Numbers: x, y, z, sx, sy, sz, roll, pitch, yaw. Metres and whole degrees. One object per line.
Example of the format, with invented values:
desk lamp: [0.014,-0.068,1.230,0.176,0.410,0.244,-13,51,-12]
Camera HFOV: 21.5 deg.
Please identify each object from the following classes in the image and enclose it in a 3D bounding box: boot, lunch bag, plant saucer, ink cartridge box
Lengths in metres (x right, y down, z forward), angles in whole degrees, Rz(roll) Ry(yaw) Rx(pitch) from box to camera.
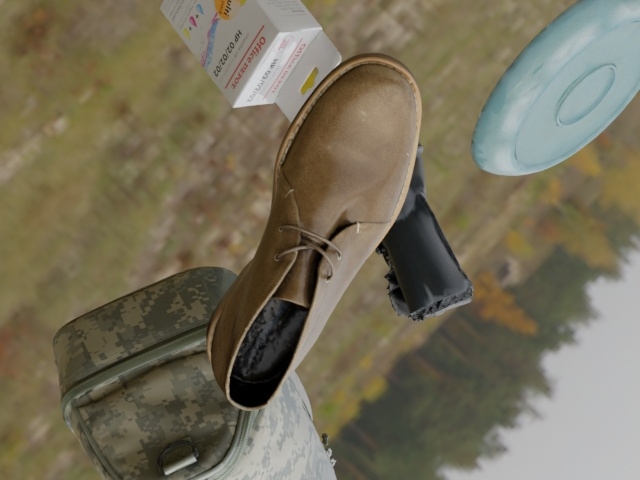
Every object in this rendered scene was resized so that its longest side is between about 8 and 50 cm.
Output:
boot: [0.105,-0.011,1.966,0.094,0.207,0.246,-25,180,12]
lunch bag: [-0.102,0.219,1.604,0.213,0.256,0.305,-21,134,3]
boot: [0.000,0.000,1.336,0.115,0.112,0.305,-98,-148,-73]
plant saucer: [0.322,-0.192,2.112,0.318,0.043,0.317,-33,154,-18]
ink cartridge box: [-0.070,-0.204,1.647,0.061,0.181,0.104,-12,147,-45]
